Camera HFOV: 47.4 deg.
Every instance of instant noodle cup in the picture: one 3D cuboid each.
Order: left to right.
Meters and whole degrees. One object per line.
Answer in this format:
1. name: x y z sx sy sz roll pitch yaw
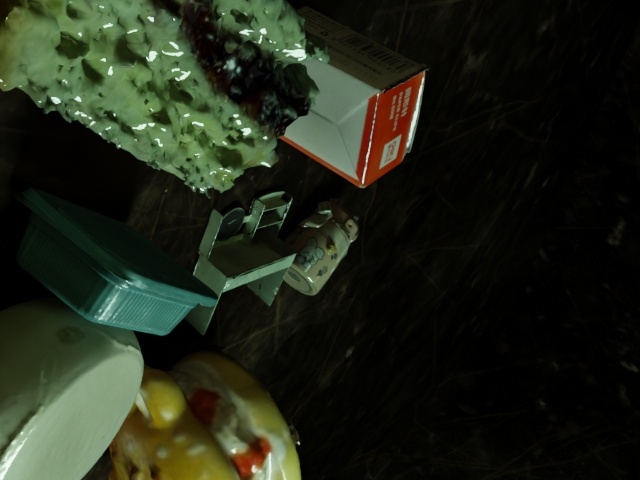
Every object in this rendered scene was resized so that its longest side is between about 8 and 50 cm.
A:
1. instant noodle cup: -0.199 0.030 0.694 0.070 0.157 0.179 -57 156 0

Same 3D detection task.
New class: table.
1. table: -0.103 0.028 1.001 0.146 0.062 0.175 -21 143 -52

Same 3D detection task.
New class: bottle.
1. bottle: 0.000 0.000 1.128 0.152 0.099 0.099 -51 157 -19

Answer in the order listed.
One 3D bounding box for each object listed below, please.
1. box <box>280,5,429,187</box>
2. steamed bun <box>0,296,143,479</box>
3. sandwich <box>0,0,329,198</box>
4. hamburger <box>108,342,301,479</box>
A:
1. box: 0.019 -0.164 0.821 0.099 0.182 0.133 -37 148 -37
2. steamed bun: -0.289 0.152 0.704 0.231 0.145 0.232 -54 165 -21
3. sandwich: -0.138 -0.146 0.442 0.131 0.262 0.325 -57 157 1
4. hamburger: -0.173 0.282 0.985 0.186 0.261 0.302 -25 125 -43
